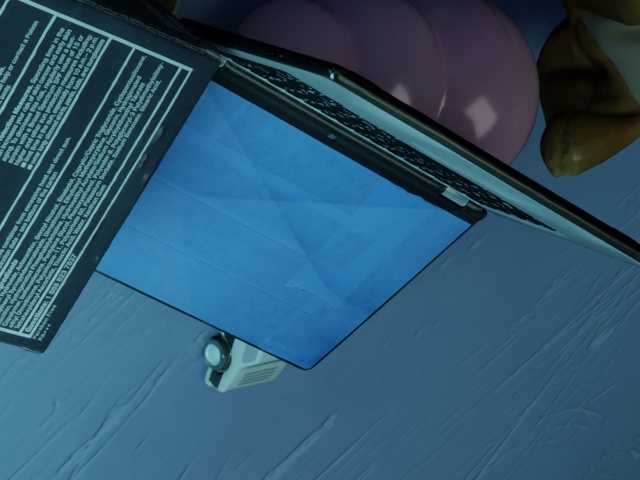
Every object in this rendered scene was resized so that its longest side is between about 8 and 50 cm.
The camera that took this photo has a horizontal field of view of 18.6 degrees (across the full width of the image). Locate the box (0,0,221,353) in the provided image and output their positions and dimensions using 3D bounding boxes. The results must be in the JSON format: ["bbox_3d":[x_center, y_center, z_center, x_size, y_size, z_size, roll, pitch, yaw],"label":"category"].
[{"bbox_3d":[-0.290,-0.101,1.512,0.294,0.183,0.296,19,107,-49],"label":"box"}]

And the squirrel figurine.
[{"bbox_3d":[0.326,-0.308,1.955,0.281,0.397,0.370,-10,109,8],"label":"squirrel figurine"}]

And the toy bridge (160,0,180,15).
[{"bbox_3d":[-0.157,-0.199,1.712,0.188,0.026,0.063,-54,147,5],"label":"toy bridge"}]

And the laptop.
[{"bbox_3d":[0.000,0.000,1.692,0.382,0.408,0.236,27,88,-33],"label":"laptop"}]

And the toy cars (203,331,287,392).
[{"bbox_3d":[0.023,0.013,2.048,0.394,0.087,0.176,-47,144,-5],"label":"toy cars"}]

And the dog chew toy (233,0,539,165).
[{"bbox_3d":[0.049,-0.149,1.847,0.332,0.206,0.207,4,118,-40],"label":"dog chew toy"}]
